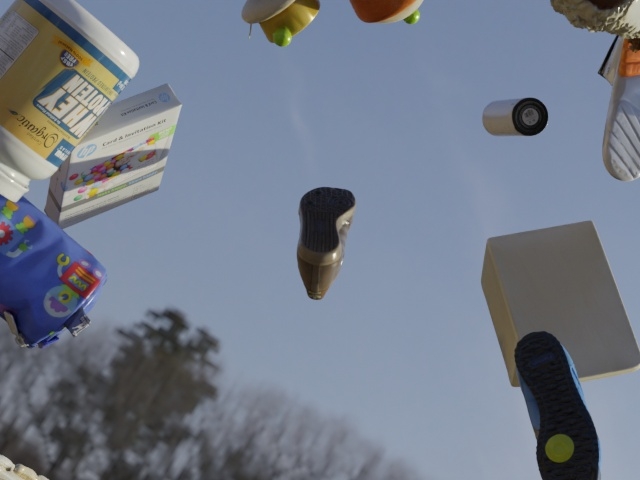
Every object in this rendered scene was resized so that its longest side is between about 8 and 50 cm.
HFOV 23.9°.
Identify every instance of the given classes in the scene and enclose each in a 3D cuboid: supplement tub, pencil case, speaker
[{"bbox_3d":[-0.300,-0.154,1.567,0.144,0.200,0.144,39,-1,1],"label":"supplement tub"},{"bbox_3d":[-0.381,-0.002,1.689,0.306,0.133,0.119,40,-28,-8],"label":"pencil case"},{"bbox_3d":[0.273,-0.173,2.132,0.055,0.055,0.136,33,-4,-11],"label":"speaker"}]

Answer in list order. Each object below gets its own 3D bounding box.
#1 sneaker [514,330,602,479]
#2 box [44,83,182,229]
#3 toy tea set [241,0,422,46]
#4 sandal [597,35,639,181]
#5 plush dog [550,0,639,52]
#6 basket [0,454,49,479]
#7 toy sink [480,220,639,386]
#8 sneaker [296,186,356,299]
[{"bbox_3d":[0.262,0.200,1.625,0.069,0.209,0.082,-18,-34,11],"label":"sneaker"},{"bbox_3d":[-0.245,-0.096,1.768,0.038,0.145,0.186,55,-29,19],"label":"box"},{"bbox_3d":[0.030,-0.311,1.687,0.200,0.336,0.124,-27,-60,22],"label":"toy tea set"},{"bbox_3d":[0.403,-0.201,1.977,0.102,0.265,0.076,27,-16,-23],"label":"sandal"},{"bbox_3d":[0.327,-0.347,1.828,0.225,0.262,0.211,37,-18,21],"label":"plush dog"},{"bbox_3d":[-0.425,0.401,1.642,0.331,0.266,0.328,-19,-42,37],"label":"basket"},{"bbox_3d":[0.320,0.112,2.034,0.152,0.234,0.131,-10,-33,-6],"label":"toy sink"},{"bbox_3d":[0.000,0.000,1.776,0.066,0.071,0.188,10,28,5],"label":"sneaker"}]
